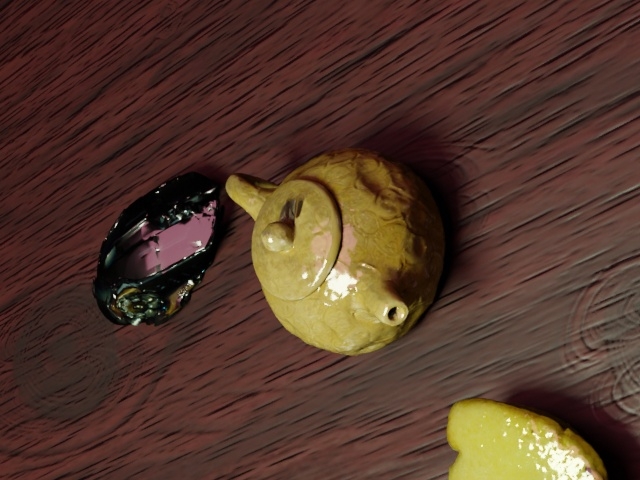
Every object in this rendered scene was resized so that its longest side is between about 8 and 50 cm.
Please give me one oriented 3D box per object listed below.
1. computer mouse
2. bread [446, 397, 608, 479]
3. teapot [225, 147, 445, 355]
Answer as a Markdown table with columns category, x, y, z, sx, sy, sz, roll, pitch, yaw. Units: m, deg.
| category | x | y | z | sx | sy | sz | roll | pitch | yaw |
| --- | --- | --- | --- | --- | --- | --- | --- | --- | --- |
| computer mouse | -0.195 | 0.013 | 1.873 | 0.241 | 0.077 | 0.146 | -42 | 56 | 32 |
| bread | 0.190 | 0.219 | 1.448 | 0.187 | 0.065 | 0.149 | 16 | 104 | 43 |
| teapot | 0.000 | 0.000 | 1.609 | 0.311 | 0.167 | 0.203 | 39 | 109 | 44 |
